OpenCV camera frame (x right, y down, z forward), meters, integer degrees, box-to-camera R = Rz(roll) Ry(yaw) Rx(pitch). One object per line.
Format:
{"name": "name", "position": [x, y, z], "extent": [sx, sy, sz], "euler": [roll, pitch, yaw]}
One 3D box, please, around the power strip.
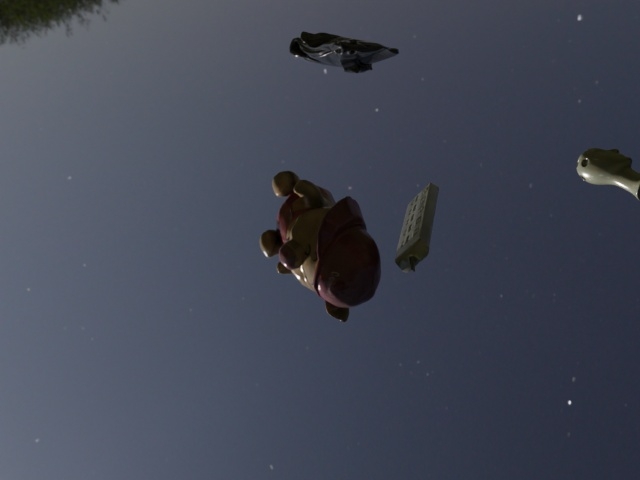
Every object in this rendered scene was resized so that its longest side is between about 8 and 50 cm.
{"name": "power strip", "position": [0.161, -0.023, 0.952], "extent": [0.060, 0.027, 0.253], "euler": [-47, -170, 33]}

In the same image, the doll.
{"name": "doll", "position": [-0.003, 0.002, 0.958], "extent": [0.152, 0.196, 0.256], "euler": [-30, -137, -13]}

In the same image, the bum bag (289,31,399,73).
{"name": "bum bag", "position": [0.037, -0.338, 1.044], "extent": [0.123, 0.060, 0.248], "euler": [4, -161, -25]}

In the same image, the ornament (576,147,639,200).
{"name": "ornament", "position": [0.581, -0.136, 1.139], "extent": [0.074, 0.081, 0.156], "euler": [-3, -152, -30]}
